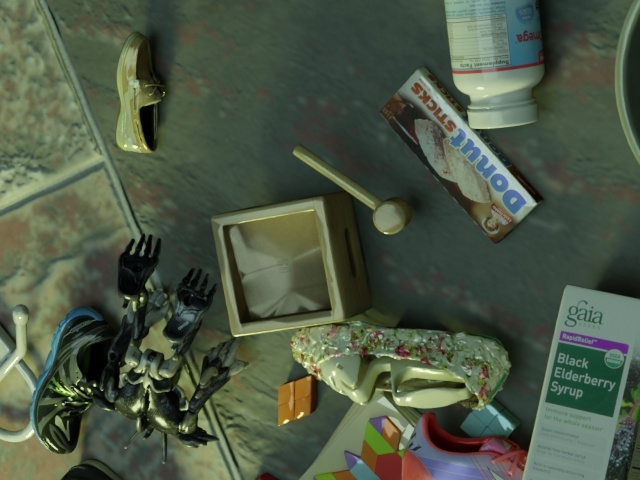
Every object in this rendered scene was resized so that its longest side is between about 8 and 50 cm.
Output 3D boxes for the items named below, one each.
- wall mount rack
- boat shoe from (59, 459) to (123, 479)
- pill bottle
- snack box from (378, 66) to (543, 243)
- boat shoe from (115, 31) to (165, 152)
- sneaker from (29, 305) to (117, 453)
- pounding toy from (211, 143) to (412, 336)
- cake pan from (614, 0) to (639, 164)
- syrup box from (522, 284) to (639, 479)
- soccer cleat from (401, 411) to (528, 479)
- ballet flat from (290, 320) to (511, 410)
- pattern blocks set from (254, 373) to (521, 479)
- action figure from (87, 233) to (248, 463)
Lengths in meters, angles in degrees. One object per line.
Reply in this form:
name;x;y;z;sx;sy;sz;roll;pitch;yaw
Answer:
wall mount rack;-0.451;0.082;1.854;0.350;0.130;0.304;49;120;10
boat shoe;-0.223;0.333;1.825;0.206;0.065;0.075;32;116;19
pill bottle;0.163;-0.188;1.462;0.087;0.087;0.160;-2;102;30
snack box;0.137;-0.084;1.541;0.178;0.022;0.064;49;119;11
boat shoe;-0.191;-0.158;1.697;0.045;0.050;0.135;16;120;22
sneaker;-0.282;0.170;1.816;0.078;0.067;0.188;29;112;28
pounding toy;0.004;-0.010;1.601;0.206;0.094;0.181;-10;93;22
cake pan;0.403;-0.141;1.356;0.293;0.054;0.293;8;106;28
syrup box;0.255;0.167;1.448;0.093;0.096;0.236;11;86;25
soccer cleat;0.199;0.242;1.541;0.248;0.083;0.095;14;105;17
ballet flat;0.070;0.128;1.566;0.241;0.077;0.091;0;138;27
pattern blocks set;0.060;0.254;1.667;0.285;0.026;0.324;32;116;19
action figure;-0.162;0.122;1.702;0.164;0.141;0.275;26;140;13
